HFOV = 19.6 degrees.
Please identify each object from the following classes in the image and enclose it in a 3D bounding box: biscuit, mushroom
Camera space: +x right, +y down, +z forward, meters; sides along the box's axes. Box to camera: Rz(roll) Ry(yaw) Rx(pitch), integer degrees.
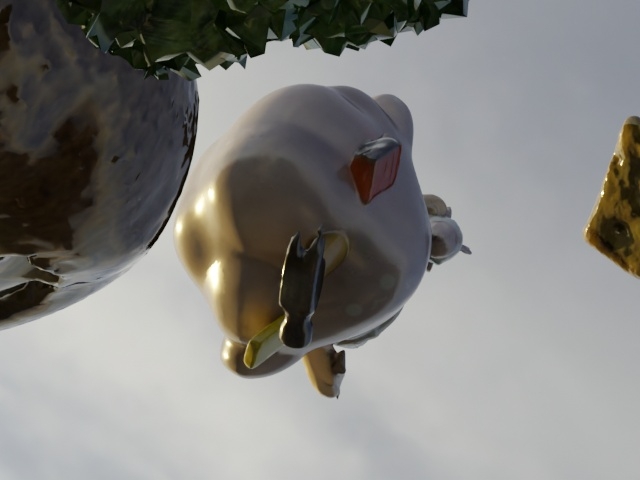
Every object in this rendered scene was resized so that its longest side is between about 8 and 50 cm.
[{"bbox_3d":[0.178,-0.013,0.974,0.083,0.018,0.081,42,-51,34],"label":"biscuit"},{"bbox_3d":[-0.158,-0.048,0.554,0.253,0.153,0.253,5,-21,2],"label":"mushroom"}]

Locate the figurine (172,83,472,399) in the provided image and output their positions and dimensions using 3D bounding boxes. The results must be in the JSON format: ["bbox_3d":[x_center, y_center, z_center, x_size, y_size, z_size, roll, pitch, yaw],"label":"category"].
[{"bbox_3d":[0.000,0.000,0.817,0.112,0.137,0.229,37,-3,17],"label":"figurine"}]

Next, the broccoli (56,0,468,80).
[{"bbox_3d":[-0.005,-0.255,0.352,0.310,0.321,0.413,3,-57,-16],"label":"broccoli"}]
